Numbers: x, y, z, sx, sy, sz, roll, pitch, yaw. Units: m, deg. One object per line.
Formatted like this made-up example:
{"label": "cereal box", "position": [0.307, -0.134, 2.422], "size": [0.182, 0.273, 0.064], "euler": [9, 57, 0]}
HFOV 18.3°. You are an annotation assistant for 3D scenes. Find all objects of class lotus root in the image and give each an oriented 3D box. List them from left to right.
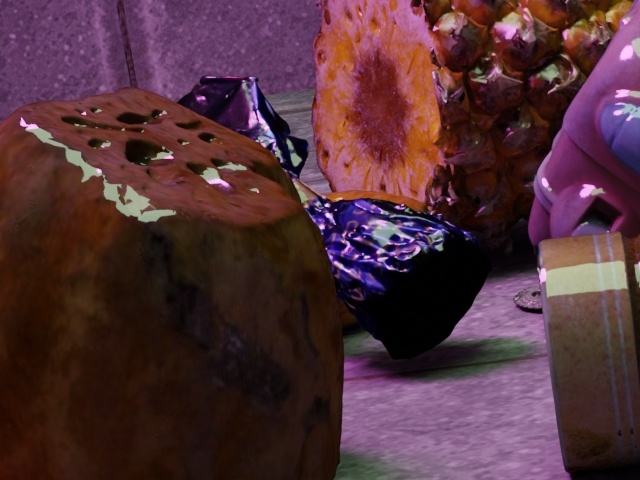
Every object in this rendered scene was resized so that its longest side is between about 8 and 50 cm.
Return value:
{"label": "lotus root", "position": [-0.097, 0.043, 1.287], "size": [0.316, 0.250, 0.316], "euler": [8, 24, -3]}

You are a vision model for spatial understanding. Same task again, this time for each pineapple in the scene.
{"label": "pineapple", "position": [0.172, -0.145, 1.974], "size": [0.300, 0.352, 0.352], "euler": [-3, 8, -19]}

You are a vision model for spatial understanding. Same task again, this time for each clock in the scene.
{"label": "clock", "position": [0.207, 0.049, 1.735], "size": [0.074, 0.010, 0.083], "euler": [-10, 12, -10]}

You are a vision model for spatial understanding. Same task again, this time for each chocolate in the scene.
{"label": "chocolate", "position": [-0.026, -0.029, 1.662], "size": [0.343, 0.148, 0.126], "euler": [35, 6, 29]}

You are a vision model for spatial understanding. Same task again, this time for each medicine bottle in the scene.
{"label": "medicine bottle", "position": [0.304, 0.055, 1.244], "size": [0.322, 0.151, 0.151], "euler": [-7, 11, 9]}

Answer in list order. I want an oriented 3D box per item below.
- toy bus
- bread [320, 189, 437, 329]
{"label": "toy bus", "position": [0.286, -0.073, 1.623], "size": [0.197, 0.294, 0.232], "euler": [39, 41, 15]}
{"label": "bread", "position": [-0.016, 0.029, 1.810], "size": [0.235, 0.099, 0.210], "euler": [-20, 12, -23]}
